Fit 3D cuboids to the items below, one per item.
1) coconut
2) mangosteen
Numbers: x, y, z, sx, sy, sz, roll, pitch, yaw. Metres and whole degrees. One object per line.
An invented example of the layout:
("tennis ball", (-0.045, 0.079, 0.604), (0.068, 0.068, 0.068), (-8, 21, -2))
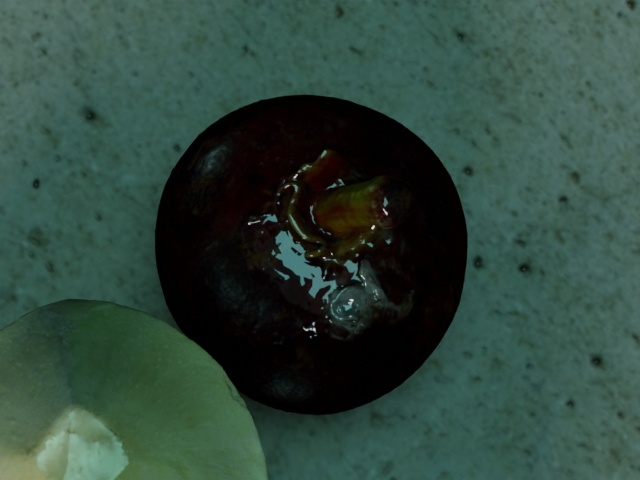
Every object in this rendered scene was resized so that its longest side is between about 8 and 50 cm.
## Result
("coconut", (-0.154, 0.162, 1.340), (0.259, 0.259, 0.259), (2, 74, -7))
("mangosteen", (0.000, 0.000, 1.396), (0.235, 0.261, 0.235), (4, 73, -13))
